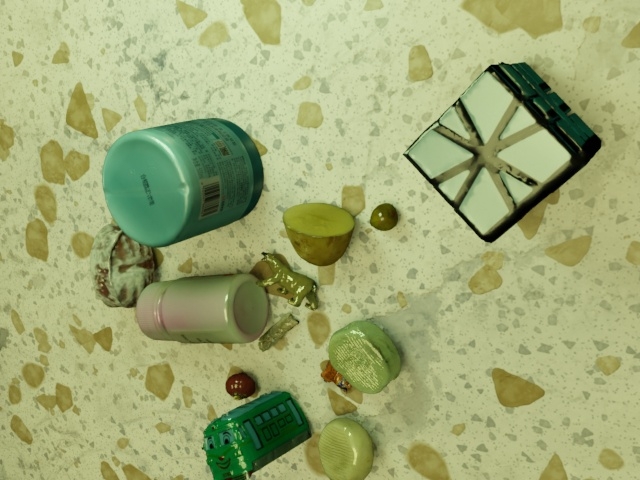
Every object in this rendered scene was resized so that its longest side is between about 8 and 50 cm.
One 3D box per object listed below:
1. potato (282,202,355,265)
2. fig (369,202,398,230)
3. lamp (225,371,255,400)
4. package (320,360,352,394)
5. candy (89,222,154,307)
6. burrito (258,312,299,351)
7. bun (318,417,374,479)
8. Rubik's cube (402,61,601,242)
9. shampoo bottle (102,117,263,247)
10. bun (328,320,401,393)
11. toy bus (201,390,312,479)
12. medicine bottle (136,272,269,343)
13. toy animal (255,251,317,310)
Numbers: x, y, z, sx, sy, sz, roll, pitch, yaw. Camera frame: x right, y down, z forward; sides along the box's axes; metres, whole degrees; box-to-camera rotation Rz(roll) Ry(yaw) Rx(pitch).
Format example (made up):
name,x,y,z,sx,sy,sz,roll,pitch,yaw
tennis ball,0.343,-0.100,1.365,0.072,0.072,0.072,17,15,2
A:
name,x,y,z,sx,sy,sz,roll,pitch,yaw
potato,0.000,0.000,1.832,0.204,0.178,0.158,4,124,14
fig,0.167,-0.059,1.767,0.088,0.074,0.074,-28,90,48
lamp,-0.264,0.480,2.161,0.101,0.090,0.101,5,144,4
package,0.052,0.418,1.997,0.111,0.033,0.077,40,130,19
candy,-0.654,0.088,2.186,0.157,0.214,0.289,4,103,27
burrito,-0.137,0.288,2.059,0.171,0.042,0.051,-44,71,30
bun,0.091,0.642,1.998,0.222,0.128,0.222,8,99,57
Rubik's cube,0.411,-0.205,1.463,0.288,0.283,0.293,48,123,10
shampoo bottle,-0.391,-0.173,1.884,0.331,0.343,0.330,8,109,26
bun,0.130,0.326,1.884,0.221,0.108,0.221,15,119,29
toy bus,-0.200,0.597,2.020,0.184,0.344,0.199,-27,81,32
medicine bottle,-0.375,0.218,2.065,0.389,0.219,0.219,-7,101,30
toy animal,-0.097,0.121,1.967,0.219,0.103,0.101,28,97,22
